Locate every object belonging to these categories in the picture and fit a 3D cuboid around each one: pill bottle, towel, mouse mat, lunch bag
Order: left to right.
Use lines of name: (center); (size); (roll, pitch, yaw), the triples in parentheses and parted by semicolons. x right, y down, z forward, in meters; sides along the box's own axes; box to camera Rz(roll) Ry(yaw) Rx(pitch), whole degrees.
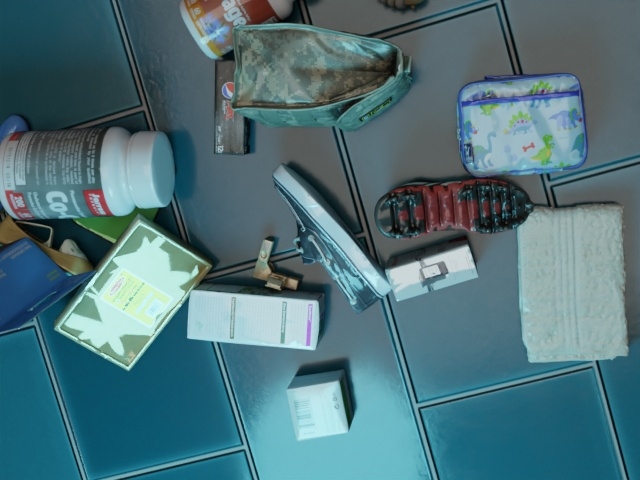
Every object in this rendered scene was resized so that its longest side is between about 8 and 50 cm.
pill bottle: (-0.416, -0.121, 1.777); (0.283, 0.161, 0.161); (-2, 97, 9)
mouse mat: (-0.369, -0.086, 1.860); (0.152, 0.007, 0.190); (28, 99, 4)
pill bottle: (-0.127, -0.418, 1.726); (0.216, 0.121, 0.121); (-28, 93, 10)
lunch bag: (0.014, -0.270, 1.667); (0.286, 0.235, 0.169); (1, 92, 8)
lunch bag: (0.343, -0.200, 1.707); (0.218, 0.090, 0.176); (-3, 94, 7)
towel: (0.444, 0.075, 1.748); (0.187, 0.049, 0.282); (-2, 96, 7)

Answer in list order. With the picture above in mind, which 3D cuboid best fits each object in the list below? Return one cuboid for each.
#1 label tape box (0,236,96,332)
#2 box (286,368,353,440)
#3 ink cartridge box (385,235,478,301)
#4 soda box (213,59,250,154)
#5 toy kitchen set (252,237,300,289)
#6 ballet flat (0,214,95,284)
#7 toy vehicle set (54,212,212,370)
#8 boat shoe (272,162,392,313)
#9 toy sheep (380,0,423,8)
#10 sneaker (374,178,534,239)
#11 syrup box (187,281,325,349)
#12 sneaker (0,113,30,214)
label tape box: (-0.601, 0.094, 1.747); (0.333, 0.240, 0.106); (-17, 105, 27)
box: (0.000, 0.300, 1.816); (0.101, 0.087, 0.101); (-11, 96, 8)
ink cartridge box: (0.195, 0.048, 1.746); (0.150, 0.109, 0.063); (-18, 97, 10)
soda box: (-0.158, -0.239, 1.787); (0.060, 0.053, 0.169); (3, 98, 7)
toy kitchen set: (-0.075, 0.046, 1.804); (0.083, 0.068, 0.075); (17, 99, 5)
ballet flat: (-0.502, 0.016, 1.858); (0.232, 0.080, 0.073); (24, 84, 3)
toy vehicle set: (-0.345, 0.098, 1.831); (0.166, 0.035, 0.267); (35, 101, -23)
boat shoe: (0.000, 0.000, 1.775); (0.102, 0.108, 0.301); (-39, 98, 9)
toy sheep: (0.126, -0.447, 1.709); (0.132, 0.091, 0.091); (33, 101, 17)
sneaker: (0.225, -0.061, 1.723); (0.276, 0.135, 0.098); (-4, 101, -3)
syrup box: (-0.114, 0.137, 1.808); (0.236, 0.093, 0.096); (5, 97, 7)
sneaker: (-0.600, -0.134, 1.849); (0.069, 0.082, 0.209); (24, 98, 6)
